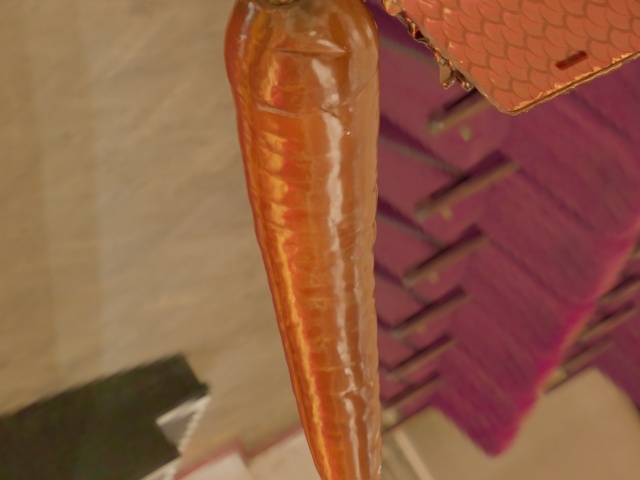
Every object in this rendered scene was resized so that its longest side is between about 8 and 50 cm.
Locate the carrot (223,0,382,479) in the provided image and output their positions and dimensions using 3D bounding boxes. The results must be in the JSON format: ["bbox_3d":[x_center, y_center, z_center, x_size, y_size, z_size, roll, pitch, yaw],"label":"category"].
[{"bbox_3d":[0.000,0.000,0.641,0.062,0.066,0.271,-40,140,-37],"label":"carrot"}]

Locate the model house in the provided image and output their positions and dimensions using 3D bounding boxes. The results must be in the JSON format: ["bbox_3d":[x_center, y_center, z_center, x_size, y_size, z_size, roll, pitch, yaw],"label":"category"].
[{"bbox_3d":[0.162,-0.218,1.035,0.326,0.169,0.244,-37,-159,19],"label":"model house"}]
